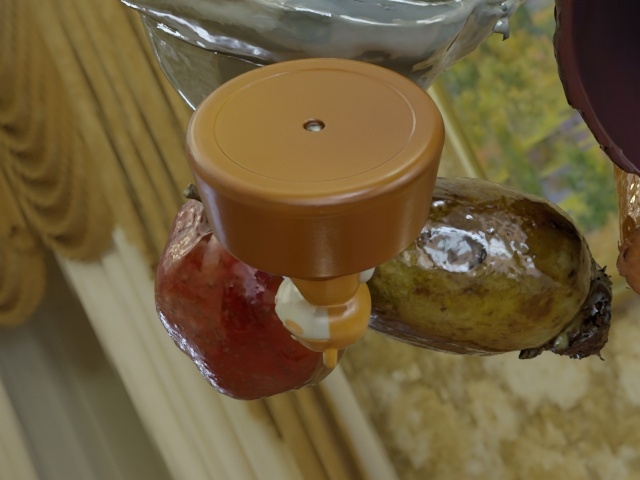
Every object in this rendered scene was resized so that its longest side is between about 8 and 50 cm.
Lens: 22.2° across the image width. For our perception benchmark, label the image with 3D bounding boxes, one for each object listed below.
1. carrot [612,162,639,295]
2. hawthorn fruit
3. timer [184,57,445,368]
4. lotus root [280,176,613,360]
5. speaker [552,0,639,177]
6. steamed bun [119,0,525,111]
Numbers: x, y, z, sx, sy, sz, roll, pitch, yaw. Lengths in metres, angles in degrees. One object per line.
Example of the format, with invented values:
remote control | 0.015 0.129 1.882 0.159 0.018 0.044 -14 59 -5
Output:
carrot | 0.318 -0.071 1.276 0.196 0.254 0.196 3 -41 3
hawthorn fruit | -0.068 0.031 1.577 0.205 0.205 0.253 -25 -42 -2
timer | 0.000 0.000 0.867 0.132 0.132 0.152 -22 -48 -23
lotus root | 0.102 0.017 1.307 0.314 0.141 0.169 12 -10 -18
speaker | 0.197 -0.188 0.607 0.259 0.198 0.329 -29 33 23
steamed bun | 0.009 -0.271 1.154 0.367 0.342 0.255 -42 -7 -11
